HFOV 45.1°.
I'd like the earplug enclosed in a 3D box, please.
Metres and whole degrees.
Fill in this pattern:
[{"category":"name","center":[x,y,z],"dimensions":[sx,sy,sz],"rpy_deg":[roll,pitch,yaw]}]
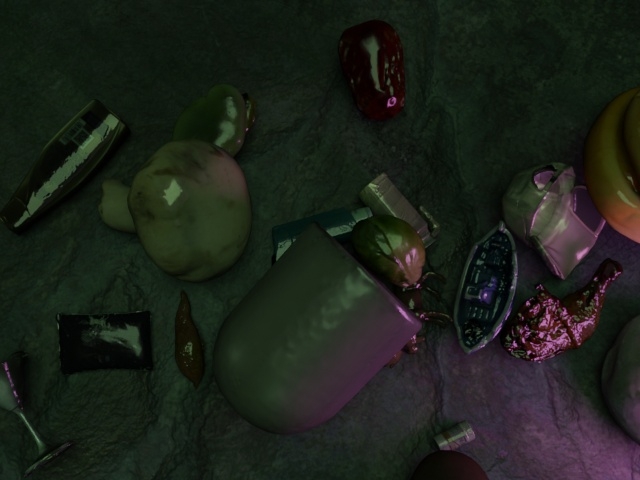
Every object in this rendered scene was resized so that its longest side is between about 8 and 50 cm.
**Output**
[{"category":"earplug","center":[-0.032,0.202,1.593],"dimensions":[0.312,0.312,0.394],"rpy_deg":[44,93,6]}]

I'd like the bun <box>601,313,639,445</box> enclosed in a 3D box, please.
[{"category":"bun","center":[0.789,0.313,1.668],"dimensions":[0.355,0.194,0.354],"rpy_deg":[1,77,-4]}]

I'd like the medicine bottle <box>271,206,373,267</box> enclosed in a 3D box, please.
[{"category":"medicine bottle","center":[0.000,0.000,1.753],"dimensions":[0.258,0.079,0.124],"rpy_deg":[-18,76,-7]}]

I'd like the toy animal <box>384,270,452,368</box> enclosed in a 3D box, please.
[{"category":"toy animal","center":[0.195,0.178,1.730],"dimensions":[0.186,0.093,0.214],"rpy_deg":[-3,72,-8]}]

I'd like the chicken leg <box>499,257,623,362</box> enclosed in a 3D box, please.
[{"category":"chicken leg","center":[0.540,0.159,1.723],"dimensions":[0.323,0.083,0.177],"rpy_deg":[-18,112,-12]}]

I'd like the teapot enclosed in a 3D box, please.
[{"category":"teapot","center":[0.190,-0.062,1.780],"dimensions":[0.107,0.077,0.200],"rpy_deg":[-35,82,-28]}]

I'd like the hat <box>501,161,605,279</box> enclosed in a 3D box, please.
[{"category":"hat","center":[0.524,-0.045,1.758],"dimensions":[0.232,0.161,0.275],"rpy_deg":[-44,108,-17]}]

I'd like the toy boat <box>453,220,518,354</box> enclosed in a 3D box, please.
[{"category":"toy boat","center":[0.366,0.105,1.704],"dimensions":[0.129,0.142,0.309],"rpy_deg":[12,78,30]}]

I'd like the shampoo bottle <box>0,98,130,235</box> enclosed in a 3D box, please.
[{"category":"shampoo bottle","center":[-0.591,-0.161,1.757],"dimensions":[0.126,0.084,0.350],"rpy_deg":[38,80,7]}]

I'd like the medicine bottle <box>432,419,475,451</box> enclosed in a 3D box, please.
[{"category":"medicine bottle","center":[0.293,0.435,1.697],"dimensions":[0.083,0.047,0.047],"rpy_deg":[-26,81,-7]}]

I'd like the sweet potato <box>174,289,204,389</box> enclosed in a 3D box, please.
[{"category":"sweet potato","center":[-0.294,0.217,1.706],"dimensions":[0.068,0.068,0.226],"rpy_deg":[-10,79,-4]}]

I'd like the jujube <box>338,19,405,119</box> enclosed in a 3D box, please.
[{"category":"jujube","center":[0.125,-0.399,1.802],"dimensions":[0.155,0.155,0.230],"rpy_deg":[-9,84,-4]}]

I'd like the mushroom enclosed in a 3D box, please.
[{"category":"mushroom","center":[-0.323,-0.069,1.686],"dimensions":[0.336,0.314,0.314],"rpy_deg":[7,77,30]}]

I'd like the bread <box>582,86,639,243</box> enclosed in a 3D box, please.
[{"category":"bread","center":[0.777,-0.182,1.716],"dimensions":[0.329,0.245,0.424],"rpy_deg":[47,57,-14]}]

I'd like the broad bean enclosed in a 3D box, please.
[{"category":"broad bean","center":[-0.246,-0.260,1.791],"dimensions":[0.228,0.100,0.169],"rpy_deg":[-37,77,2]}]

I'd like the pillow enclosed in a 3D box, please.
[{"category":"pillow","center":[-0.477,0.223,1.703],"dimensions":[0.208,0.055,0.141],"rpy_deg":[-4,87,-2]}]

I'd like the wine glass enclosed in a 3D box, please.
[{"category":"wine glass","center":[-0.630,0.368,1.624],"dimensions":[0.156,0.156,0.232],"rpy_deg":[-35,85,-8]}]

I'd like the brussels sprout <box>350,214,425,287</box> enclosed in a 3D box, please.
[{"category":"brussels sprout","center":[0.149,0.020,1.665],"dimensions":[0.183,0.145,0.131],"rpy_deg":[38,71,1]}]

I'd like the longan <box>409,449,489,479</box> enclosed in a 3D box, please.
[{"category":"longan","center":[0.267,0.550,1.602],"dimensions":[0.197,0.196,0.220],"rpy_deg":[25,71,2]}]
